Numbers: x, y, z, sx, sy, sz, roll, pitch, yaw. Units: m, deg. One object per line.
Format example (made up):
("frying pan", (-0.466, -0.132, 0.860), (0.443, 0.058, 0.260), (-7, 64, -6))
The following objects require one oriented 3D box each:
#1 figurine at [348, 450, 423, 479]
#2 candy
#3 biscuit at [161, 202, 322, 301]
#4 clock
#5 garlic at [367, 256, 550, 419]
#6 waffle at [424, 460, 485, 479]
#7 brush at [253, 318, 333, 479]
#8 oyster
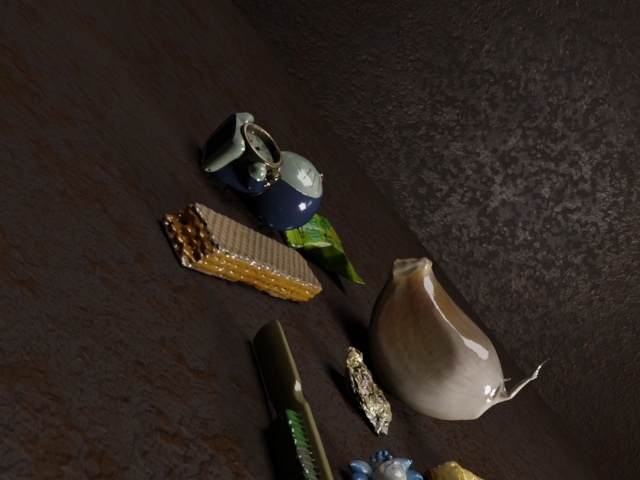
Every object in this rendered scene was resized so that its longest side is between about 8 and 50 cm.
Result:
("figurine", (0.093, 0.339, 1.036), (0.114, 0.079, 0.114), (23, 26, -12))
("candy", (0.000, 0.000, 1.639), (0.246, 0.069, 0.149), (39, 21, -43))
("biscuit", (-0.109, 0.027, 1.209), (0.094, 0.054, 0.379), (59, 14, 25))
("clock", (-0.101, -0.125, 1.448), (0.243, 0.146, 0.199), (40, 23, -30))
("garlic", (0.232, 0.217, 1.515), (0.340, 0.246, 0.231), (41, -2, 16))
("waffle", (0.294, 0.499, 1.367), (0.274, 0.057, 0.168), (40, 19, -45))
("brush", (-0.046, 0.209, 0.959), (0.048, 0.054, 0.282), (27, 26, -35))
("oyster", (0.077, 0.254, 1.278), (0.165, 0.053, 0.108), (54, 21, -27))
